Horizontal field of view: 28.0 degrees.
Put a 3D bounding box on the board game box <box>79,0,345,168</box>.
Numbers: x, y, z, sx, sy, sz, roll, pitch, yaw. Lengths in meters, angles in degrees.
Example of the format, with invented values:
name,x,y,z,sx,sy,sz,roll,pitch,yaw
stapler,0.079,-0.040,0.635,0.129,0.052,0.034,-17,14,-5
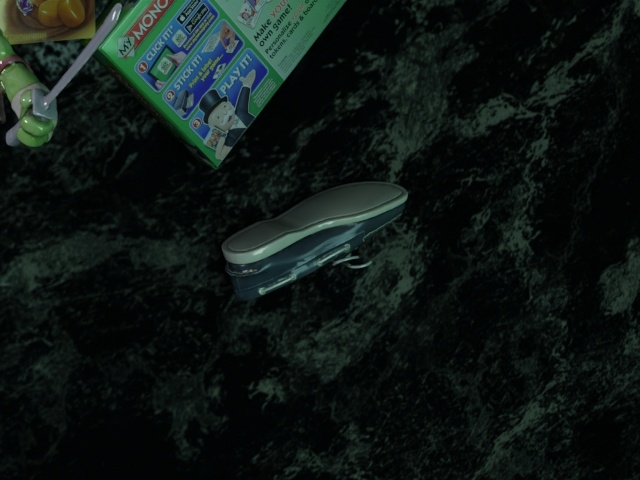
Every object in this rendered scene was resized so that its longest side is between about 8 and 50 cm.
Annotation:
name,x,y,z,sx,sy,sz,roll,pitch,yaw
board game box,-0.091,-0.267,1.416,0.317,0.046,0.213,-53,131,-11

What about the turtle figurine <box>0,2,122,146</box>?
name,x,y,z,sx,sy,sz,roll,pitch,yaw
turtle figurine,-0.318,-0.103,1.005,0.198,0.275,0.266,4,108,-35

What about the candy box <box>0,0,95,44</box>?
name,x,y,z,sx,sy,sz,roll,pitch,yaw
candy box,-0.278,-0.287,1.245,0.109,0.053,0.186,-12,113,-36

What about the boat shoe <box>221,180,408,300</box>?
name,x,y,z,sx,sy,sz,roll,pitch,yaw
boat shoe,0.000,0.000,1.563,0.255,0.095,0.079,-26,120,-30
